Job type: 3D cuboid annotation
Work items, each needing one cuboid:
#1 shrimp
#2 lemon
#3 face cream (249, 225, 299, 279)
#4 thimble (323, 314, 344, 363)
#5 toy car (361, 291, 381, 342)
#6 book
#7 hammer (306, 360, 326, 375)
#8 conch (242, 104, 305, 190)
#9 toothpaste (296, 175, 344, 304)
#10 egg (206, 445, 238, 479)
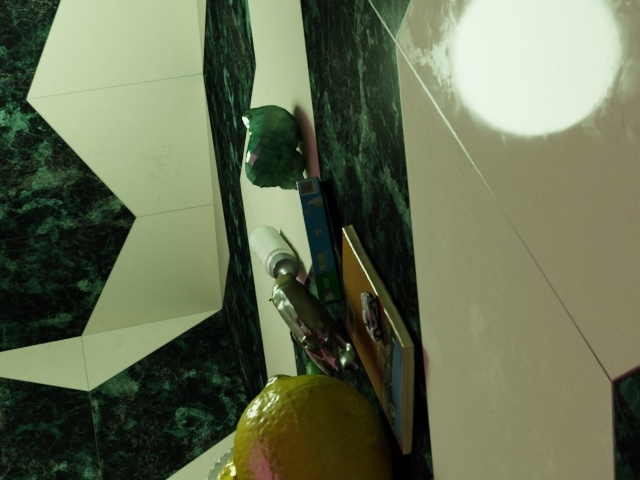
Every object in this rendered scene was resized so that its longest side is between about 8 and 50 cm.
[{"bbox_3d":[0.002,0.185,1.988,0.247,0.085,0.360,42,-173,-26],"label":"shrimp"},{"bbox_3d":[-0.012,0.429,1.916,0.336,0.336,0.336,169,90,-78],"label":"lemon"},{"bbox_3d":[-0.116,0.043,2.578,0.311,0.092,0.092,-134,35,-68],"label":"face cream"},{"bbox_3d":[0.019,0.224,2.172,0.095,0.066,0.104,99,160,-54],"label":"thimble"},{"bbox_3d":[0.089,0.137,1.731,0.041,0.025,0.093,-158,59,-78],"label":"toy car"},{"bbox_3d":[0.104,0.178,1.826,0.374,0.028,0.262,-116,20,-52],"label":"book"},{"bbox_3d":[0.016,0.382,2.247,0.335,0.119,0.206,-110,14,-63],"label":"hammer"},{"bbox_3d":[-0.100,-0.205,2.214,0.196,0.134,0.202,-38,-61,-57],"label":"conch"},{"bbox_3d":[0.000,0.000,2.044,0.065,0.050,0.266,59,-160,-78],"label":"toothpaste"},{"bbox_3d":[-0.074,0.687,2.366,0.354,0.354,0.339,-127,14,-64],"label":"egg"}]
